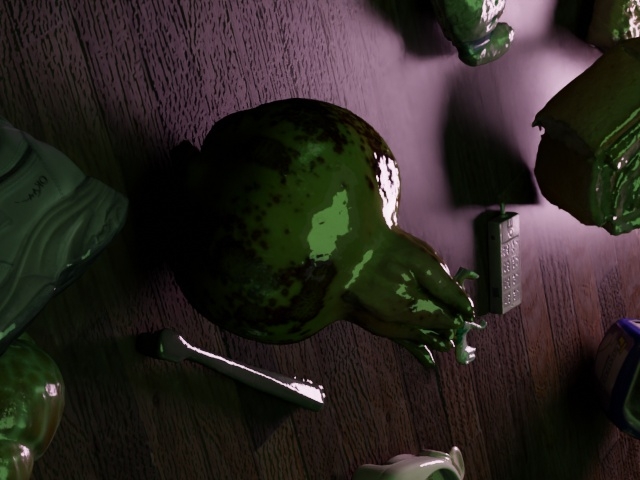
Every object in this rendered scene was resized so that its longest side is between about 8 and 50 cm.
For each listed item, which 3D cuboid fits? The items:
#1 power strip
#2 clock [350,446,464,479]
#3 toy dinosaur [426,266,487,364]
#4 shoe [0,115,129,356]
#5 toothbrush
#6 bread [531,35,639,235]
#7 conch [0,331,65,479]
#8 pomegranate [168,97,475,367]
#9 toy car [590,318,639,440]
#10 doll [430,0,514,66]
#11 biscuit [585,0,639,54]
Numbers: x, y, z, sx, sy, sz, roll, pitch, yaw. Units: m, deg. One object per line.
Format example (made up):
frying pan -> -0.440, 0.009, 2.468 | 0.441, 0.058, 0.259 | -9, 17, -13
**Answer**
power strip -> 0.216, 0.021, 2.026 | 0.051, 0.019, 0.136 | -23, 116, -49
clock -> 0.101, 0.303, 1.889 | 0.191, 0.062, 0.151 | -14, 108, -54
toy dinosaur -> 0.133, 0.075, 1.906 | 0.187, 0.044, 0.106 | 26, 92, -55
shoe -> -0.255, 0.010, 1.264 | 0.137, 0.095, 0.245 | 41, 52, 0
toothbrush -> -0.075, 0.125, 1.626 | 0.297, 0.030, 0.030 | 26, 67, -55
bread -> 0.371, -0.136, 2.060 | 0.257, 0.124, 0.186 | -49, 137, -9
conch -> -0.249, 0.135, 1.319 | 0.173, 0.106, 0.116 | -32, 143, -64
pomegranate -> -0.003, -0.002, 1.487 | 0.222, 0.276, 0.204 | -57, 145, -2
toy car -> 0.440, 0.175, 2.252 | 0.235, 0.158, 0.172 | -109, -143, -78
doll -> 0.155, -0.264, 1.828 | 0.103, 0.071, 0.214 | -53, 144, -24
biscuit -> 0.437, -0.292, 2.202 | 0.281, 0.084, 0.179 | 15, 91, -50
